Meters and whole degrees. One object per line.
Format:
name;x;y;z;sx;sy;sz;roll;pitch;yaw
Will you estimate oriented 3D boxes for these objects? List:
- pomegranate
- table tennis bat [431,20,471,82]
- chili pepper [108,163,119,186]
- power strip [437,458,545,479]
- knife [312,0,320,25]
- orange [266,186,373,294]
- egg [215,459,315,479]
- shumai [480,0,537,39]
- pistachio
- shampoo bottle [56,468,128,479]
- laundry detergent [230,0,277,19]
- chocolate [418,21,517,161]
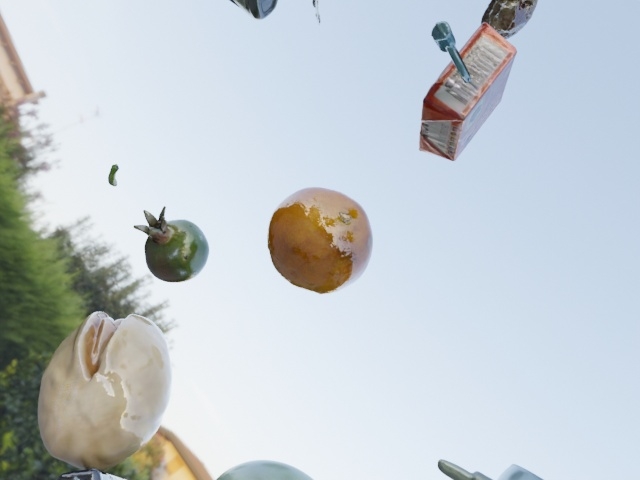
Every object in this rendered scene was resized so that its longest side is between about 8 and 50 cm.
pomegranate;-0.405;0.010;1.471;0.181;0.181;0.224;29;-19;39
table tennis bat;0.236;-0.353;0.999;0.033;0.201;0.124;-28;-99;21
chili pepper;-0.386;-0.119;1.023;0.017;0.030;0.083;25;-28;-13
power strip;0.181;0.208;0.334;0.253;0.054;0.167;34;-11;-8
knife;-0.011;-0.573;1.301;0.298;0.017;0.047;-91;-176;-48
orange;0.000;0.000;1.315;0.261;0.261;0.261;36;-36;32
egg;-0.055;0.354;0.664;0.192;0.149;0.149;30;-31;-5
shumai;0.472;-0.551;1.361;0.123;0.105;0.139;21;-27;-28
pistachio;-0.341;0.230;0.899;0.318;0.193;0.214;-106;-161;-69
shampoo bottle;-0.316;0.378;0.758;0.309;0.071;0.098;101;-19;-63
laundry detergent;-0.176;-0.495;0.968;0.221;0.078;0.144;35;-21;10
chocolate;0.331;-0.323;1.244;0.108;0.237;0.235;34;-11;16
